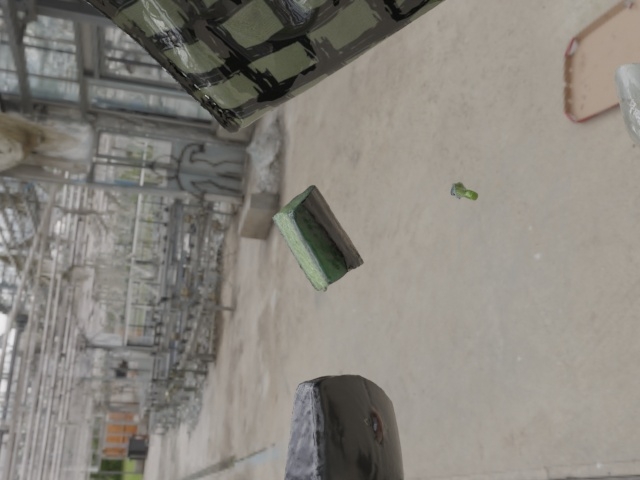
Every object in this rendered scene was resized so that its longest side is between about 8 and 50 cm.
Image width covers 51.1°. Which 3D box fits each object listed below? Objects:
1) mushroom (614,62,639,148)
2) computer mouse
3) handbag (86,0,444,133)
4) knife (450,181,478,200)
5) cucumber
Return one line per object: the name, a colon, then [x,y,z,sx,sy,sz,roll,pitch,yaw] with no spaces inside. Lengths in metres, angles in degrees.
mushroom: [0.347,-0.092,0.628,0.093,0.116,0.225,116,162,-45]
computer mouse: [0.038,0.297,0.800,0.100,0.170,0.269,-11,63,34]
handbag: [-0.067,-0.298,0.675,0.325,0.327,0.162,-28,58,21]
knife: [0.213,-0.074,1.005,0.184,0.022,0.026,-69,-6,-82]
cucumber: [0.000,0.000,0.764,0.115,0.062,0.116,56,168,-7]
